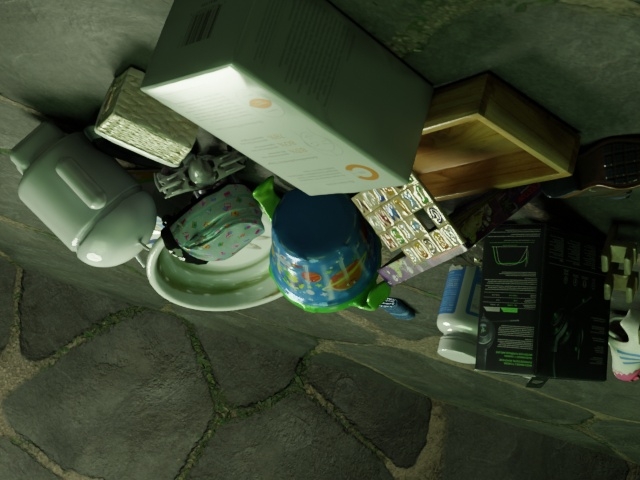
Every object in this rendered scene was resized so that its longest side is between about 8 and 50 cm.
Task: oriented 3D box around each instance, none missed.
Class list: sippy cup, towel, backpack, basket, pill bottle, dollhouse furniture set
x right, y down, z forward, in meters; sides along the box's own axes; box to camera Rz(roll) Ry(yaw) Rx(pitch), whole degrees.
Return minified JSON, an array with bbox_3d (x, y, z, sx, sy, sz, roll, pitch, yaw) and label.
[{"bbox_3d":[0.000,0.000,1.921,0.306,0.240,0.224,8,159,10],"label":"sippy cup"},{"bbox_3d":[0.208,0.188,2.660,0.067,0.029,0.119,4,159,34],"label":"towel"},{"bbox_3d":[-0.194,-0.030,1.859,0.182,0.115,0.152,-34,162,21],"label":"backpack"},{"bbox_3d":[-0.295,-0.219,1.722,0.167,0.113,0.103,24,158,-22],"label":"basket"},{"bbox_3d":[0.319,0.146,2.095,0.124,0.221,0.124,16,163,5],"label":"pill bottle"},{"bbox_3d":[0.634,0.059,1.755,0.212,0.161,0.242,8,139,26],"label":"dollhouse furniture set"}]

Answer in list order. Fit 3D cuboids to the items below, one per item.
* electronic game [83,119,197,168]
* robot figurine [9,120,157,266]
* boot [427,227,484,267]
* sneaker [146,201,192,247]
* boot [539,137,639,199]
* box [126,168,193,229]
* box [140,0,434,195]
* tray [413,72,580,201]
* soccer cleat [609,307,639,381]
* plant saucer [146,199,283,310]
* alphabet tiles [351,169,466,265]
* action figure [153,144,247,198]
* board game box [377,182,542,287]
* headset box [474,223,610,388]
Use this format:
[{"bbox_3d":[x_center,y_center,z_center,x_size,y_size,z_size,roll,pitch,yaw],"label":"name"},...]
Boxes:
[{"bbox_3d":[-0.361,-0.194,1.961,0.229,0.048,0.229,11,169,2],"label":"electronic game"},{"bbox_3d":[-0.486,-0.086,2.042,0.353,0.200,0.300,45,170,2],"label":"robot figurine"},{"bbox_3d":[0.349,0.035,1.985,0.263,0.091,0.229,35,160,-34],"label":"boot"},{"bbox_3d":[-0.381,-0.008,2.406,0.323,0.130,0.236,-3,154,28],"label":"sneaker"},{"bbox_3d":[0.453,-0.107,1.478,0.106,0.082,0.219,3,172,-44],"label":"boot"},{"bbox_3d":[-0.411,-0.093,2.231,0.203,0.103,0.114,2,158,39],"label":"box"},{"bbox_3d":[-0.040,-0.216,1.391,0.345,0.168,0.215,31,158,-37],"label":"box"},{"bbox_3d":[0.186,-0.147,1.561,0.203,0.076,0.411,27,159,-29],"label":"tray"},{"bbox_3d":[0.706,0.227,2.221,0.143,0.116,0.331,30,163,10],"label":"soccer cleat"},{"bbox_3d":[-0.197,0.014,2.212,0.401,0.100,0.400,-9,144,-7],"label":"plant saucer"},{"bbox_3d":[0.126,-0.052,1.593,0.198,0.009,0.237,53,158,-1],"label":"alphabet tiles"},{"bbox_3d":[-0.223,-0.126,1.890,0.186,0.099,0.285,-11,173,1],"label":"action figure"},{"bbox_3d":[0.243,-0.020,1.705,0.056,0.208,0.347,50,160,-1],"label":"board game box"},{"bbox_3d":[0.407,0.126,1.758,0.131,0.282,0.246,-1,172,45],"label":"headset box"}]
